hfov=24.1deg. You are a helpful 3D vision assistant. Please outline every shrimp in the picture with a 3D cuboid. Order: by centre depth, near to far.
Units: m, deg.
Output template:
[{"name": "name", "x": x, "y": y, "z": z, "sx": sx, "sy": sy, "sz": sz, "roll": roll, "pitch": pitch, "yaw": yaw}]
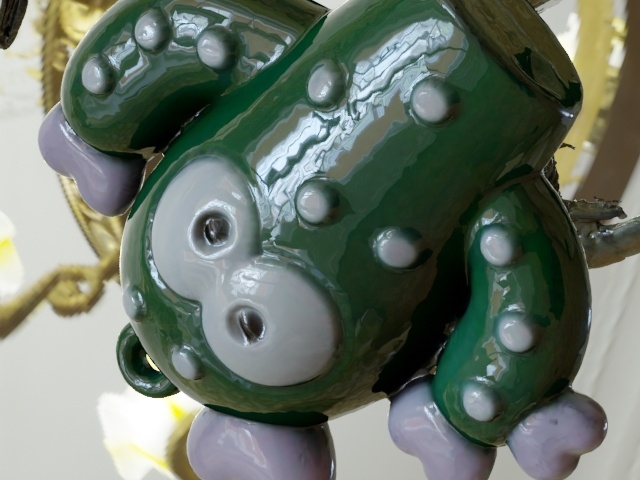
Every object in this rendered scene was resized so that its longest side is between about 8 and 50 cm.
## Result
[{"name": "shrimp", "x": 0.217, "y": -0.047, "z": 1.241, "sx": 0.217, "sy": 0.150, "sz": 0.051, "roll": 76, "pitch": -154, "yaw": -50}]

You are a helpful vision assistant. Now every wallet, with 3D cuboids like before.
[{"name": "wallet", "x": -0.217, "y": -0.220, "z": 1.084, "sx": 0.018, "sy": 0.082, "sz": 0.156, "roll": 9, "pitch": -118, "yaw": -16}]

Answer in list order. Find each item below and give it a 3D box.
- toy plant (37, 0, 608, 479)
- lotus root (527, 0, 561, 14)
[{"name": "toy plant", "x": -0.004, "y": -0.003, "z": 0.602, "sx": 0.112, "sy": 0.243, "sz": 0.232, "roll": -20, "pitch": -84, "yaw": -58}, {"name": "lotus root", "x": 0.111, "y": -0.201, "z": 0.807, "sx": 0.275, "sy": 0.160, "sz": 0.152, "roll": -31, "pitch": -91, "yaw": -43}]
